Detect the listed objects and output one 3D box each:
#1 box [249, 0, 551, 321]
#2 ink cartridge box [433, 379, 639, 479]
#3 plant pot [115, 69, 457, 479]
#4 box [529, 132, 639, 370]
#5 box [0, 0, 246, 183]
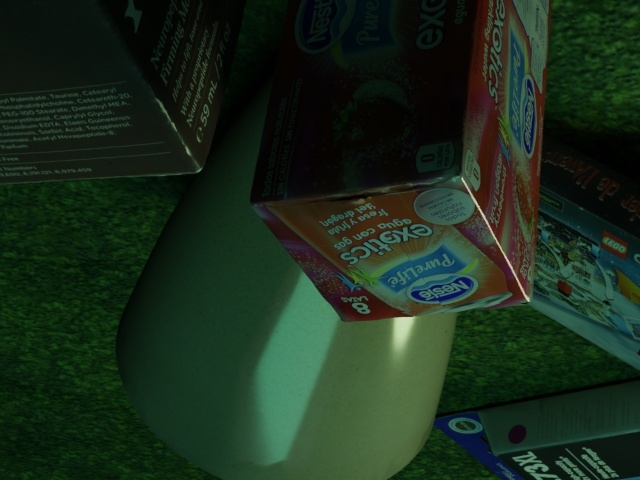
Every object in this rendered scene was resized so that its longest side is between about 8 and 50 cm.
[{"bbox_3d":[0.055,-0.094,0.859,0.122,0.257,0.128,-8,144,24],"label":"box"},{"bbox_3d":[0.301,0.205,1.442,0.371,0.069,0.176,-14,141,36],"label":"ink cartridge box"},{"bbox_3d":[0.000,0.000,1.067,0.256,0.256,0.274,14,131,-5],"label":"plant pot"},{"bbox_3d":[0.221,0.022,1.088,0.233,0.044,0.159,32,152,23],"label":"box"},{"bbox_3d":[-0.164,-0.158,0.903,0.167,0.168,0.203,-1,147,19],"label":"box"}]
